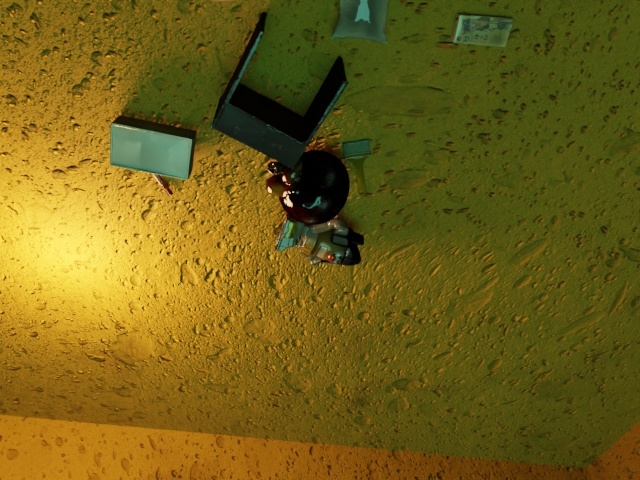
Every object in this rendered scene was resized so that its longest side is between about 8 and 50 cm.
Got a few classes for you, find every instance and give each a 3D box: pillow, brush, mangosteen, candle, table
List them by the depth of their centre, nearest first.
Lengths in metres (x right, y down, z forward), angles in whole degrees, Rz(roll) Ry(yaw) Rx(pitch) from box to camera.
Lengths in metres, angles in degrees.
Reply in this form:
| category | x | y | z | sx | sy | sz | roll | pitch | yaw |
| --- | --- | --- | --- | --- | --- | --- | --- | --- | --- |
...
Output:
| category | x | y | z | sx | sy | sz | roll | pitch | yaw |
| --- | --- | --- | --- | --- | --- | --- | --- | --- | --- |
| pillow | 0.096 | -0.608 | 1.219 | 0.144 | 0.078 | 0.254 | 0 | 128 | 2 |
| table | -0.109 | -0.392 | 1.328 | 0.250 | 0.196 | 0.282 | 24 | 123 | -18 |
| mangosteen | -0.042 | -0.168 | 1.483 | 0.265 | 0.228 | 0.228 | 26 | 125 | -31 |
| candle | -0.518 | -0.209 | 1.578 | 0.021 | 0.026 | 0.167 | -34 | 123 | -4 |
| brush | 0.121 | -0.223 | 1.585 | 0.083 | 0.011 | 0.205 | -8 | 130 | 4 |

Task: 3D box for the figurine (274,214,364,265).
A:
| category | x | y | z | sx | sy | sz | roll | pitch | yaw |
| --- | --- | --- | --- | --- | --- | --- | --- | --- | --- |
| figurine | 0.001 | -0.003 | 1.678 | 0.308 | 0.143 | 0.308 | 9 | 168 | 2 |

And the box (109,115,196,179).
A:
| category | x | y | z | sx | sy | sz | roll | pitch | yaw |
| --- | --- | --- | --- | --- | --- | --- | --- | --- | --- |
| box | -0.487 | -0.270 | 1.473 | 0.225 | 0.086 | 0.130 | 10 | 118 | -9 |

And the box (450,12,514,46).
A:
| category | x | y | z | sx | sy | sz | roll | pitch | yaw |
| --- | --- | --- | --- | --- | --- | --- | --- | --- | --- |
| box | 0.419 | -0.548 | 1.312 | 0.149 | 0.020 | 0.073 | 3 | 130 | -3 |
